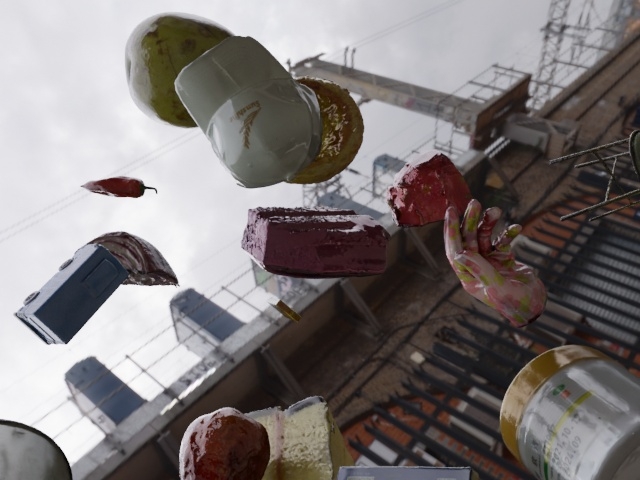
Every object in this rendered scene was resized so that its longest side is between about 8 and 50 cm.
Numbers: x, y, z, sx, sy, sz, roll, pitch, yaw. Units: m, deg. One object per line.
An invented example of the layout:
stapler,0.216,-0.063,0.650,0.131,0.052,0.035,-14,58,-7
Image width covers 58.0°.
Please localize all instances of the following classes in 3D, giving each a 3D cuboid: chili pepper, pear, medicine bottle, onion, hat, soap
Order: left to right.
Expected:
chili pepper,-0.460,-0.123,1.322,0.059,0.191,0.050,12,-99,-82
onion,-0.573,0.063,1.740,0.280,0.315,0.146,61,-149,-73
pear,-0.310,-0.389,1.332,0.284,0.284,0.283,-34,-43,-39
hat,-0.139,-0.256,1.160,0.258,0.168,0.301,-34,-45,7
soap,0.000,0.000,1.327,0.325,0.220,0.127,-2,-69,-30
medicine bottle,0.445,0.318,0.911,0.238,0.232,0.237,-4,-74,-13

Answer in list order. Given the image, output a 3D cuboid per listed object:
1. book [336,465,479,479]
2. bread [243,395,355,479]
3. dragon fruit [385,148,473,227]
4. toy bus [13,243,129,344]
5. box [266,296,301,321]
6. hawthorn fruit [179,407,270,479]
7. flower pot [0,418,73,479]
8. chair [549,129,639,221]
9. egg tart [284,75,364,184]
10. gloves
book,0.099,0.584,0.956,0.039,0.300,0.427,50,-137,-29
bread,-0.100,0.555,1.305,0.242,0.346,0.405,65,-162,-3
dragon fruit,0.241,-0.124,1.375,0.163,0.262,0.189,5,-81,-15
toy bus,-0.554,0.117,1.313,0.116,0.134,0.234,55,-131,-27
box,-0.112,0.207,1.742,0.022,0.089,0.156,-50,9,-12
hawthorn fruit,-0.220,0.504,1.267,0.243,0.208,0.207,-76,-11,-56
flower pot,-0.518,0.468,0.848,0.294,0.330,0.293,-5,-77,-24
chair,0.626,-0.129,1.091,0.160,0.326,0.170,0,-103,-40
egg tart,-0.037,-0.273,1.487,0.318,0.319,0.128,-58,-17,-9
gloves,0.297,0.040,1.021,0.145,0.241,0.126,-44,-2,-25
